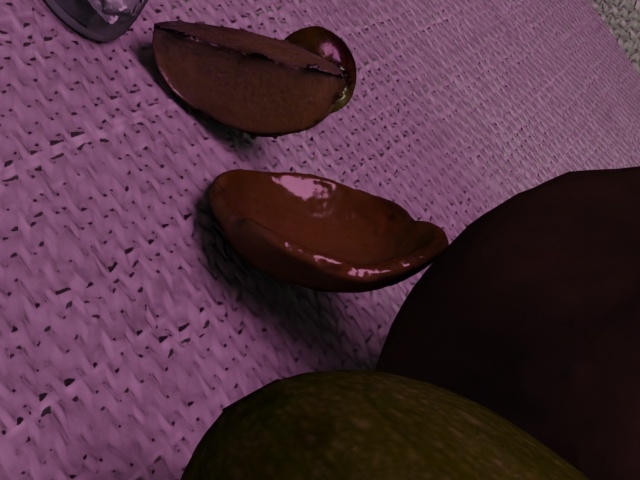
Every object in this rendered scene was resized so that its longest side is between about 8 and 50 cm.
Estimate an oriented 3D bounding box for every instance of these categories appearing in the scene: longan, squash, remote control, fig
[{"bbox_3d":[0.247,0.132,1.003,0.404,0.404,0.436,60,27,9],"label":"longan"},{"bbox_3d":[0.053,0.198,0.706,0.309,0.310,0.310,57,25,11],"label":"squash"},{"bbox_3d":[-0.174,-0.252,1.121,0.104,0.052,0.247,44,30,-21],"label":"remote control"},{"bbox_3d":[-0.013,-0.170,1.295,0.084,0.082,0.098,5,14,-42],"label":"fig"}]

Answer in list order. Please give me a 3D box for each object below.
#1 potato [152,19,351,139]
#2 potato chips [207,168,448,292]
[{"bbox_3d":[-0.072,-0.133,1.151,0.172,0.089,0.100,11,19,-15],"label":"potato"},{"bbox_3d":[0.000,0.000,1.071,0.195,0.062,0.208,20,20,6],"label":"potato chips"}]
